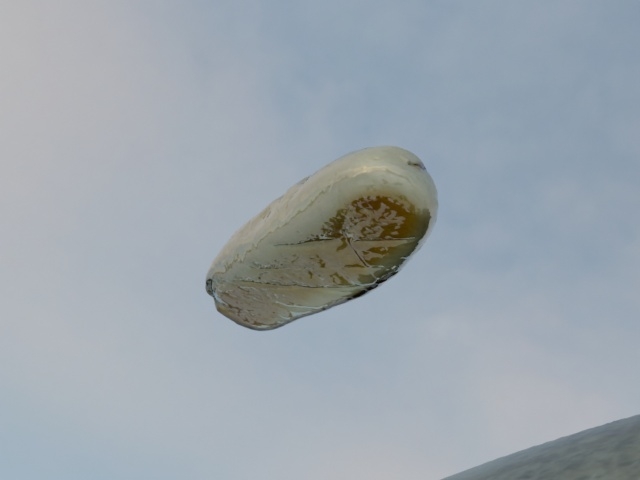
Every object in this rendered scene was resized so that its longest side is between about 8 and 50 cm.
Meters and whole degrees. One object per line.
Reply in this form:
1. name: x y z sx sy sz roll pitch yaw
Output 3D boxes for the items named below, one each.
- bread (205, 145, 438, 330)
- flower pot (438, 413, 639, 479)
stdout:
1. bread: -0.001 0.001 0.511 0.073 0.053 0.214 34 -33 -14
2. flower pot: 0.164 0.242 0.529 0.330 0.293 0.293 -30 -61 8
